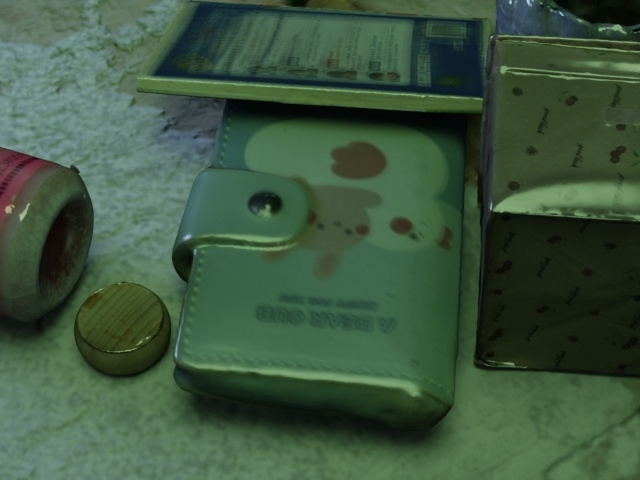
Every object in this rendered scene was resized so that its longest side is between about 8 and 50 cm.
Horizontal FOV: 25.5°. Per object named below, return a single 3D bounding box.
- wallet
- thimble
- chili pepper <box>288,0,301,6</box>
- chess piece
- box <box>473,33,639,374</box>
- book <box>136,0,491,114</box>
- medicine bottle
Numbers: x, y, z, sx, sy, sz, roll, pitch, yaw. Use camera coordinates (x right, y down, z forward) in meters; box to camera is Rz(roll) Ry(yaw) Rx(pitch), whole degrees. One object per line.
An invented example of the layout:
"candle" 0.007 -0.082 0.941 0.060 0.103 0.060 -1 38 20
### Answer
"wallet" 0.000 0.000 1.244 0.252 0.083 0.360 5 49 4
"thimble" 0.280 -0.195 1.328 0.236 0.172 0.205 24 59 18
"chili pepper" -0.082 -0.310 1.497 0.182 0.050 0.073 24 50 15
"chess piece" -0.170 0.076 1.221 0.083 0.038 0.084 -2 55 2
"box" 0.275 -0.019 1.164 0.297 0.225 0.190 5 53 6
"book" 0.004 -0.181 1.366 0.322 0.018 0.228 4 28 6
"medicine bottle" -0.332 -0.025 1.234 0.247 0.147 0.147 16 55 13
